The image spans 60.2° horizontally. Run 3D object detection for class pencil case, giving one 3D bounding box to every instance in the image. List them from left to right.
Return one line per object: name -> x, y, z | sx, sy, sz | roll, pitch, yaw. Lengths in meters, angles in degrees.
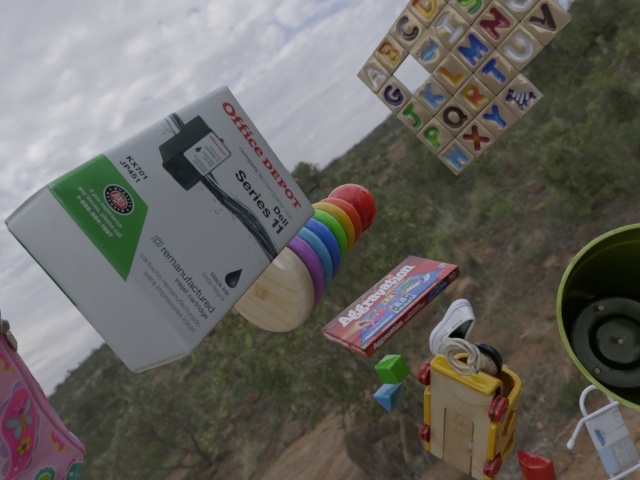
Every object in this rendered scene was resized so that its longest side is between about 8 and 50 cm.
pencil case -> -0.344, 0.173, 0.570 | 0.124, 0.284, 0.124 | -4, 36, 3

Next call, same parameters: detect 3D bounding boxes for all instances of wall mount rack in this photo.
wall mount rack -> 0.851, 0.617, 1.615 | 0.304, 0.349, 0.130 | -22, -3, -13

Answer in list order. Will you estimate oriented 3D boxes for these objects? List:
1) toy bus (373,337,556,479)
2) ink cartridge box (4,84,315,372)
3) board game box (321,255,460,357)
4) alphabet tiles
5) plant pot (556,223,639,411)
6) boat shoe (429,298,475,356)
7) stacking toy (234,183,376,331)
toy bus -> 0.182, 0.182, 0.648 | 0.104, 0.191, 0.202 | -37, -1, -37
ink cartridge box -> -0.115, -0.020, 0.465 | 0.087, 0.153, 0.208 | -25, 18, 39
board game box -> 0.148, 0.128, 1.152 | 0.281, 0.027, 0.145 | -37, 25, -25
alphabet tiles -> 0.173, -0.218, 0.675 | 0.009, 0.198, 0.237 | -41, -5, -42
plant pot -> 0.681, 0.191, 1.181 | 0.366, 0.366, 0.353 | -38, -24, 1
boat shoe -> 0.359, 0.261, 1.515 | 0.083, 0.075, 0.226 | -2, -48, -12
stacking toy -> 0.000, 0.000, 0.855 | 0.141, 0.141, 0.330 | -37, 3, 39
